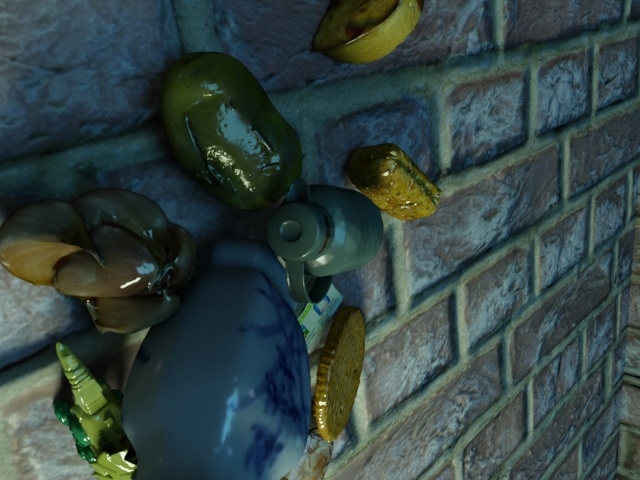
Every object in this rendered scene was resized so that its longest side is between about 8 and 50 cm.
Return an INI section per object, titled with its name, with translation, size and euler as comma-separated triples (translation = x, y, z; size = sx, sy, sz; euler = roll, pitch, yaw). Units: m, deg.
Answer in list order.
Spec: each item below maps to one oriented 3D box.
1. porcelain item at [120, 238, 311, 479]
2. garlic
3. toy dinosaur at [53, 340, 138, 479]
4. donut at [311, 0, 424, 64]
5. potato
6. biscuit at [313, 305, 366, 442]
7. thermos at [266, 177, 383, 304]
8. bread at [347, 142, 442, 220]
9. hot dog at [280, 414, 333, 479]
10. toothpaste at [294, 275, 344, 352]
[porcelain item]
translation = -0.123, 0.191, 0.784
size = 0.242, 0.179, 0.405
euler = 57, 26, -37
[garlic]
translation = -0.260, 0.008, 0.736
size = 0.214, 0.191, 0.160
euler = 48, 41, -29
[toy dinosaur]
translation = -0.286, 0.228, 0.775
size = 0.094, 0.153, 0.259
euler = -39, 117, -35
[donut]
translation = 0.117, -0.424, 1.022
size = 0.112, 0.151, 0.294
euler = 31, 77, -56
[potato]
translation = -0.123, -0.146, 0.840
size = 0.248, 0.144, 0.169
euler = 58, 45, -35
[biscuit]
translation = 0.037, 0.244, 1.120
size = 0.254, 0.035, 0.253
euler = 9, 90, -71
[thermos]
translation = 0.000, 0.000, 0.925
size = 0.286, 0.145, 0.182
euler = -10, 104, -72
[bread]
translation = 0.144, -0.107, 1.151
size = 0.211, 0.114, 0.083
euler = 31, 61, -45
[hot dog]
translation = -0.049, 0.453, 1.125
size = 0.131, 0.069, 0.252
euler = 35, 72, -35
[toothpaste]
translation = -0.083, 0.205, 1.026
size = 0.336, 0.067, 0.081
euler = -55, 134, -20
